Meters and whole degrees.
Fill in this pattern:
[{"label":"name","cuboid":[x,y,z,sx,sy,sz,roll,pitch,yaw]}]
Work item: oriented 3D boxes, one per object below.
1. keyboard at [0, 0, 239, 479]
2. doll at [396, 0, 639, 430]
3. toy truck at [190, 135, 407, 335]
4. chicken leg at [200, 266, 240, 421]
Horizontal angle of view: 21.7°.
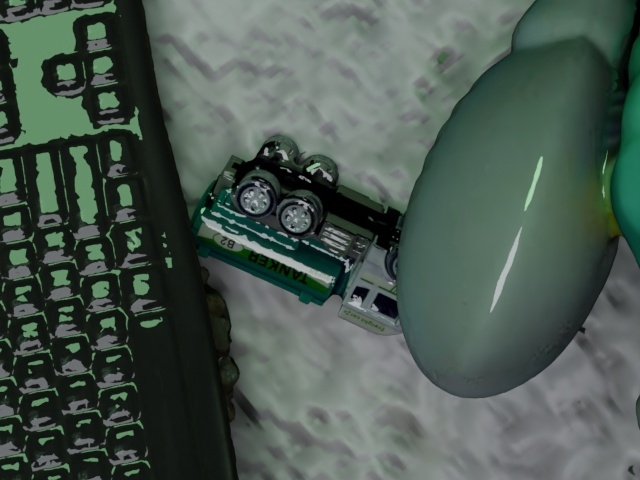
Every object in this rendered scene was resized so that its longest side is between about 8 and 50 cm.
[{"label":"keyboard","cuboid":[-0.077,0.067,0.502,0.104,0.041,0.381,-11,83,-2]},{"label":"doll","cuboid":[0.145,-0.033,0.490,0.195,0.153,0.258,27,77,7]},{"label":"toy truck","cuboid":[0.000,0.000,0.549,0.083,0.039,0.044,25,118,-1]},{"label":"chicken leg","cuboid":[-0.123,0.075,0.551,0.196,0.080,0.125,-4,92,1]}]
